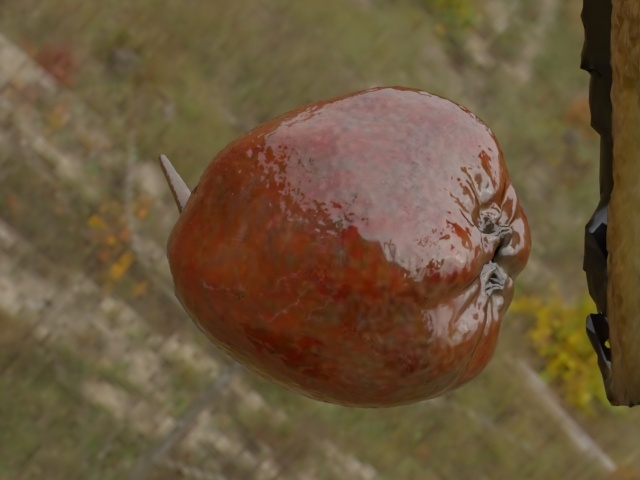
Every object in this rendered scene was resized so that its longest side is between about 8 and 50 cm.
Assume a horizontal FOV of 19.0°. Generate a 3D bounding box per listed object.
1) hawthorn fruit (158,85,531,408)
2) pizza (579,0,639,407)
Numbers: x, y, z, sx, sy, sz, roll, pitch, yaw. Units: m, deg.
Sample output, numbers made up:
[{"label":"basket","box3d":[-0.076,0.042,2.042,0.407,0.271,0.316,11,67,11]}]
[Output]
[{"label":"hawthorn fruit","box3d":[0.000,0.000,1.251,0.262,0.211,0.210,11,7,26]},{"label":"pizza","box3d":[0.099,-0.086,0.366,0.288,0.074,0.251,128,-43,-83]}]
